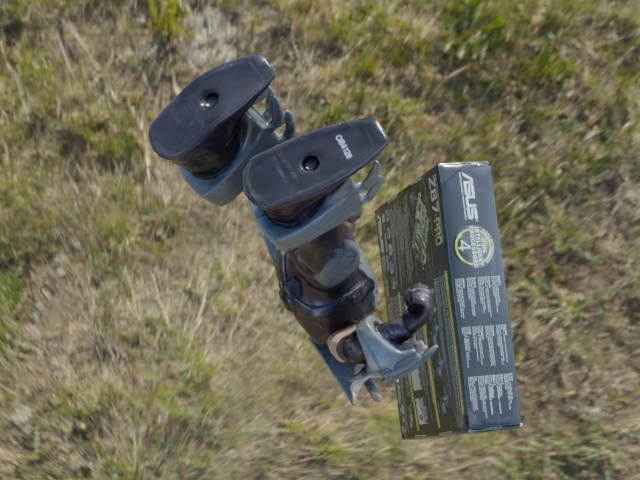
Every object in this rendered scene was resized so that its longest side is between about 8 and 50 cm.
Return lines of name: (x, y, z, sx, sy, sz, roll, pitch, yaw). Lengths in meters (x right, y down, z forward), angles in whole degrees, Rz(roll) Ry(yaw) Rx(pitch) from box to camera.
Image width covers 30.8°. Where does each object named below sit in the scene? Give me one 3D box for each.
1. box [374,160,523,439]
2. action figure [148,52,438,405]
box: (0.188, 0.105, 1.801, 0.097, 0.318, 0.395, -3, 79, -13)
action figure: (0.000, 0.000, 0.725, 0.099, 0.285, 0.185, -38, 65, -5)
